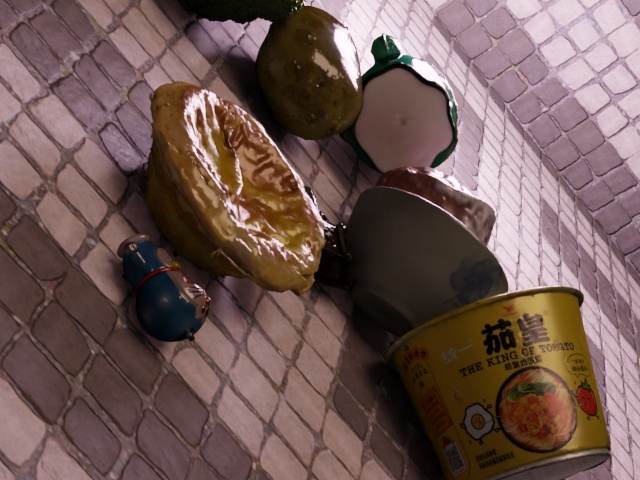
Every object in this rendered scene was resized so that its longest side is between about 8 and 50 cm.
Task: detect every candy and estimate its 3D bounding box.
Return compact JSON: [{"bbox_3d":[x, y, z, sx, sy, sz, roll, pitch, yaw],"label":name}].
[{"bbox_3d":[0.185,-0.040,2.324,0.214,0.157,0.289,24,-8,-8],"label":"candy"}]

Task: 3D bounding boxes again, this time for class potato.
[{"bbox_3d":[-0.021,-0.302,2.375,0.210,0.173,0.307,44,22,-21],"label":"potato"}]

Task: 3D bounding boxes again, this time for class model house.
[{"bbox_3d":[-0.001,-0.005,2.076,0.152,0.106,0.165,36,33,-36],"label":"model house"}]

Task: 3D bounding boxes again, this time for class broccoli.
[{"bbox_3d":[-0.130,-0.500,2.297,0.304,0.283,0.321,18,23,-41],"label":"broccoli"}]

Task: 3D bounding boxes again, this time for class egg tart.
[{"bbox_3d":[-0.136,-0.061,1.843,0.341,0.132,0.341,43,24,-25],"label":"egg tart"}]

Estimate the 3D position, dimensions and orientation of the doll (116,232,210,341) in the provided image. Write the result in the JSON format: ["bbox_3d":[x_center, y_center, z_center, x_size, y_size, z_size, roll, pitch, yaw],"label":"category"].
[{"bbox_3d":[-0.188,0.062,1.629,0.152,0.085,0.114,55,0,29],"label":"doll"}]

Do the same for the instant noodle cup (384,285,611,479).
[{"bbox_3d":[0.286,0.245,2.076,0.326,0.326,0.254,16,53,-58],"label":"instant noodle cup"}]

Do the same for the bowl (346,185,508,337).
[{"bbox_3d":[0.139,0.062,2.153,0.289,0.289,0.146,46,67,-23],"label":"bowl"}]

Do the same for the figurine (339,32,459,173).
[{"bbox_3d":[0.149,-0.226,2.554,0.340,0.232,0.323,-44,122,-85],"label":"figurine"}]
